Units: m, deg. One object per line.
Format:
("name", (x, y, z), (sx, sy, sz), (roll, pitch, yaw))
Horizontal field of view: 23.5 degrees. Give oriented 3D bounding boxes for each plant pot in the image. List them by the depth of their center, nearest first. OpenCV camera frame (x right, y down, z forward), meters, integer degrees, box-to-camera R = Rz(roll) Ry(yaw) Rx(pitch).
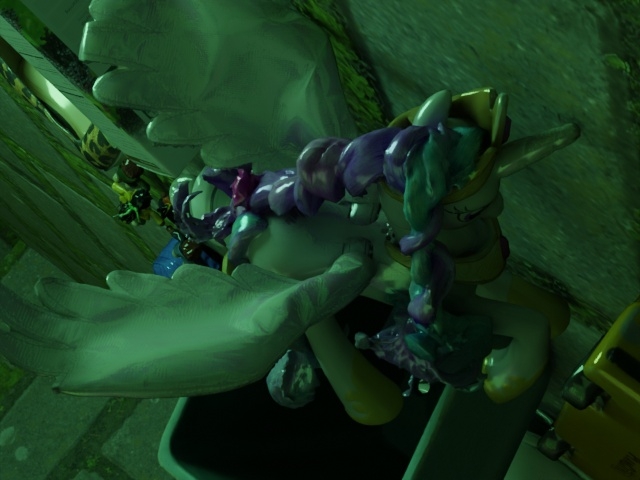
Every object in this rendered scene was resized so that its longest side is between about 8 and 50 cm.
("plant pot", (0.059, 0.146, 1.356), (0.247, 0.248, 0.252), (31, -168, 35))

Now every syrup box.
("syrup box", (-0.185, -0.165, 1.280), (0.237, 0.093, 0.096), (45, 167, -28))

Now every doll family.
("doll family", (-0.200, -0.031, 1.937), (0.193, 0.076, 0.111), (35, 165, -6))

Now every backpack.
("backpack", (-0.174, 0.056, 2.114), (0.120, 0.101, 0.098), (47, 160, -18))

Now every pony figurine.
("pony figurine", (0.000, 0.000, 1.021), (0.351, 0.303, 0.363), (2, 154, 13))

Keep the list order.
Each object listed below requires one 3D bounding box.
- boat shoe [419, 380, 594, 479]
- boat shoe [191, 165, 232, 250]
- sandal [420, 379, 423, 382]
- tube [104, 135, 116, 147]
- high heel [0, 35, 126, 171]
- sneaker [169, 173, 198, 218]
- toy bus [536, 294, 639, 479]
("boat shoe", (0.213, 0.219, 1.549), (0.302, 0.091, 0.114), (34, 124, 30))
("boat shoe", (-0.024, -0.001, 1.461), (0.084, 0.095, 0.258), (25, 173, 38))
("sandal", (0.068, 0.165, 1.758), (0.265, 0.102, 0.076), (33, 170, 36))
("tube", (-0.229, -0.195, 1.340), (0.240, 0.070, 0.062), (48, -166, -28))
("high heel", (-0.264, -0.157, 1.548), (0.186, 0.093, 0.261), (36, 179, -16))
("sneaker", (-0.088, -0.024, 1.675), (0.158, 0.061, 0.065), (38, -164, 11))
("toy bus", (0.216, 0.098, 0.934), (0.108, 0.130, 0.333), (37, 169, 13))
